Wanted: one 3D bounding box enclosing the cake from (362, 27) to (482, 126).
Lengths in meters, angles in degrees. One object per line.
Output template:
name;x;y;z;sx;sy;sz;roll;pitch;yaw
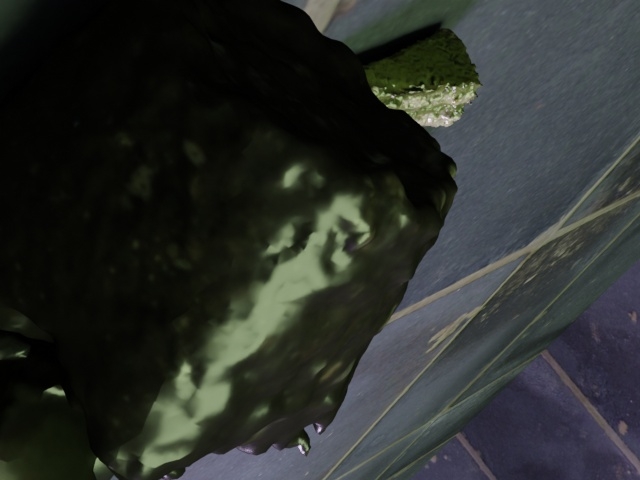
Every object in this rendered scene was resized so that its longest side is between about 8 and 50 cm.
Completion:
cake;0.039;-0.088;0.705;0.140;0.055;0.051;-25;165;-32

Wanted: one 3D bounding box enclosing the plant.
plant;-0.080;0.023;0.518;0.276;0.188;0.199;-47;160;24
